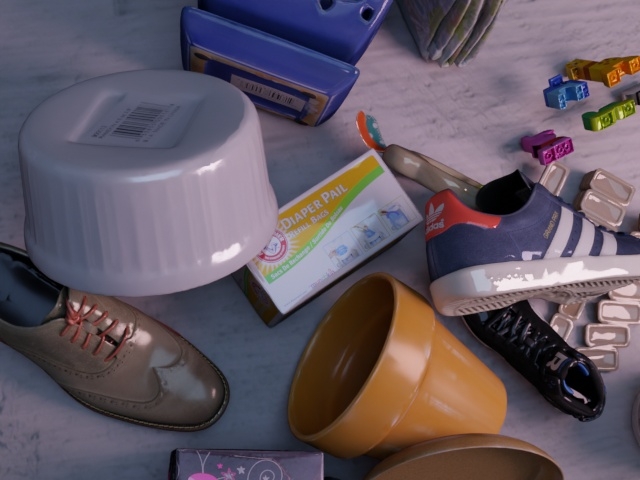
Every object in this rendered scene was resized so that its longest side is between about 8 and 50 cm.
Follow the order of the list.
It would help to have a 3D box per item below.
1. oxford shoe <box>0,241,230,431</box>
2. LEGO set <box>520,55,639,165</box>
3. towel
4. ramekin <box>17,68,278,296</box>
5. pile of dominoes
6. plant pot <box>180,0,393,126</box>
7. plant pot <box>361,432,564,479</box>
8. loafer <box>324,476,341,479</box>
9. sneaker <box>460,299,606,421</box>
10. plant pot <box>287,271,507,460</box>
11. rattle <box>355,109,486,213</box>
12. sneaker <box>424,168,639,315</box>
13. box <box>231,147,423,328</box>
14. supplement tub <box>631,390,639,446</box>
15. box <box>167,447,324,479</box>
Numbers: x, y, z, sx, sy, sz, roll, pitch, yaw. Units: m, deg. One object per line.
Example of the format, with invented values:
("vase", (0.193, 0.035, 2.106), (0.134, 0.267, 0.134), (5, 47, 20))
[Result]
("oxford shoe", (-0.257, 0.108, 1.173), (0.348, 0.130, 0.123), (26, 74, -4))
("LEGO set", (0.339, -0.187, 1.387), (0.227, 0.093, 0.087), (-26, 114, -20))
("towel", (0.122, -0.417, 1.270), (0.090, 0.320, 0.374), (-21, 82, -8))
("ramekin", (-0.186, -0.074, 1.148), (0.277, 0.135, 0.277), (-1, 35, 1))
("pile of dominoes", (0.325, 0.036, 1.362), (0.196, 0.040, 0.251), (28, 82, -4))
("plant pot", (-0.040, -0.268, 1.255), (0.236, 0.236, 0.212), (19, 81, -5))
("plant pot", (0.145, 0.269, 1.175), (0.236, 0.236, 0.032), (1, 50, -10))
("loafer", (0.024, 0.352, 1.215), (0.061, 0.062, 0.170), (4, 79, -32))
("sneaker", (0.254, 0.121, 1.261), (0.217, 0.121, 0.079), (43, 85, -3))
("plant pot", (0.096, 0.168, 1.204), (0.188, 0.205, 0.205), (31, 73, -18))
("rattle", (0.102, -0.052, 1.303), (0.200, 0.130, 0.143), (22, 118, -16))
("sneaker", (0.264, -0.008, 1.234), (0.350, 0.131, 0.148), (-1, 71, -36))
("box", (0.000, 0.000, 1.256), (0.203, 0.114, 0.103), (-34, 85, -15))
("supplement tub", (0.462, 0.204, 1.251), (0.144, 0.199, 0.144), (3, 76, -11))
("box", (-0.086, 0.347, 1.145), (0.163, 0.142, 0.247), (3, 76, -10))
